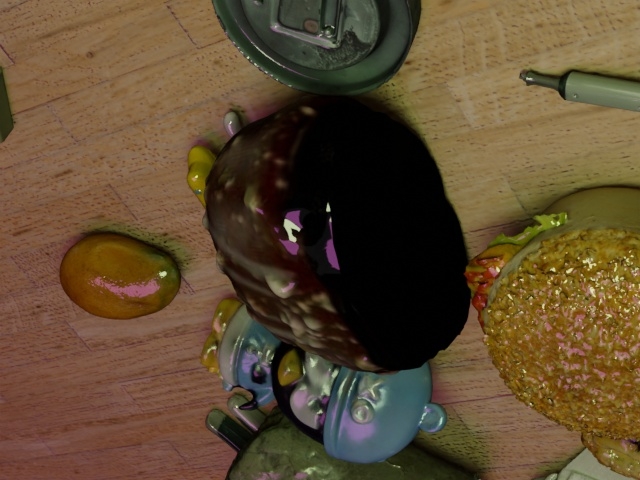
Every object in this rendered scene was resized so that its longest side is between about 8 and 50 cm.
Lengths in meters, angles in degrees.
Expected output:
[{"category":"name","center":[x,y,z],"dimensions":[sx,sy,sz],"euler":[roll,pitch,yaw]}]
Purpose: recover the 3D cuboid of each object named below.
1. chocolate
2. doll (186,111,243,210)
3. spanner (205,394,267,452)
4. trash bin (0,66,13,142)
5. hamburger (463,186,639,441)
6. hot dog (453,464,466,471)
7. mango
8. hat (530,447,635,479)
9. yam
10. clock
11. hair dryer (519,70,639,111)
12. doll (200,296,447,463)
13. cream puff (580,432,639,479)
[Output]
[{"category":"chocolate","center":[0.000,0.000,1.508],"dimensions":[0.210,0.225,0.340],"euler":[2,145,33]},{"category":"doll","center":[-0.084,-0.072,1.609],"dimensions":[0.135,0.071,0.113],"euler":[36,121,-18]},{"category":"spanner","center":[-0.019,0.331,1.987],"dimensions":[0.325,0.040,0.095],"euler":[39,137,-10]},{"category":"trash bin","center":[-0.404,-0.163,1.701],"dimensions":[0.061,0.043,0.092],"euler":[13,138,17]},{"category":"hamburger","center":[0.300,0.086,1.455],"dimensions":[0.294,0.179,0.276],"euler":[1,131,29]},{"category":"hot dog","center":[0.164,0.328,1.884],"dimensions":[0.058,0.035,0.083],"euler":[46,138,-2]},{"category":"mango","center":[-0.250,0.048,1.799],"dimensions":[0.165,0.089,0.115],"euler":[13,127,13]},{"category":"hat","center":[0.391,0.363,1.695],"dimensions":[0.258,0.168,0.301],"euler":[29,135,-6]},{"category":"yam","center":[0.038,0.319,1.811],"dimensions":[0.300,0.195,0.195],"euler":[24,139,16]},{"category":"clock","center":[-0.005,-0.238,1.403],"dimensions":[0.215,0.042,0.215],"euler":[16,138,15]},{"category":"hair dryer","center":[0.280,-0.134,1.352],"dimensions":[0.197,0.057,0.100],"euler":[16,138,27]},{"category":"doll","center":[0.007,0.162,1.714],"dimensions":[0.314,0.141,0.177],"euler":[19,94,20]},{"category":"cream puff","center":[0.353,0.212,1.588],"dimensions":[0.119,0.133,0.104],"euler":[-3,132,-29]}]
